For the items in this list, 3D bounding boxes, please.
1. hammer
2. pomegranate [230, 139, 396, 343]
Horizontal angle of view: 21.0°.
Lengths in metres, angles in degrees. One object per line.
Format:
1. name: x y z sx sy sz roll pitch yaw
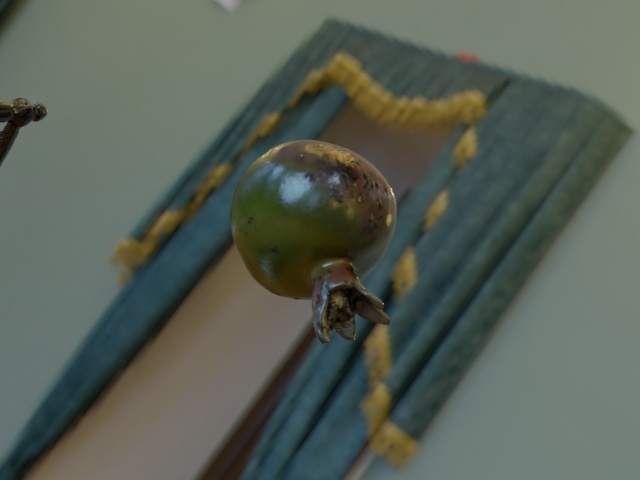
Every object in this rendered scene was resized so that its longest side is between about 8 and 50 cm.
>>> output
1. hammer: -0.307 -0.055 1.563 0.065 0.178 0.021 1 39 -49
2. pomegranate: 0.002 -0.007 1.297 0.129 0.129 0.159 42 2 -37
